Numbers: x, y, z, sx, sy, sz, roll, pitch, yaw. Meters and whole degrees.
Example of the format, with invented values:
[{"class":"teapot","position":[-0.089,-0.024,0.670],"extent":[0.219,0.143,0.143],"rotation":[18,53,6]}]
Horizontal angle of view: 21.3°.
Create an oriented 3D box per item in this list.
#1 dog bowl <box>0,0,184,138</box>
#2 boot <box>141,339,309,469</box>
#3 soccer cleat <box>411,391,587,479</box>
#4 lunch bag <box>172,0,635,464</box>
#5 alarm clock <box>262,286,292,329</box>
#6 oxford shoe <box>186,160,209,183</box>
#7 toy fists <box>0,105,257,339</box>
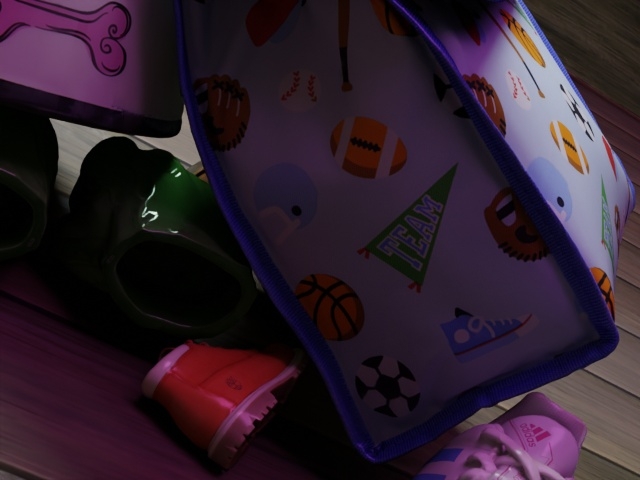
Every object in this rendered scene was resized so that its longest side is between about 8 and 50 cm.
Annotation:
[{"class":"dog bowl","position":[-0.264,-0.207,1.157],"extent":[0.408,0.150,0.408],"rotation":[20,8,-3]},{"class":"boot","position":[-0.061,0.089,1.119],"extent":[0.084,0.059,0.158],"rotation":[33,17,8]},{"class":"soccer cleat","position":[0.090,0.174,1.028],"extent":[0.116,0.143,0.331],"rotation":[37,17,5]},{"class":"lunch bag","position":[0.055,-0.101,1.198],"extent":[0.385,0.239,0.328],"rotation":[58,19,-8]},{"class":"alarm clock","position":[0.000,0.000,1.362],"extent":[0.129,0.064,0.192],"rotation":[51,23,-30]},{"class":"oxford shoe","position":[-0.087,-0.014,1.322],"extent":[0.076,0.076,0.212],"rotation":[48,18,8]},{"class":"toy fists","position":[-0.172,-0.025,1.130],"extent":[0.279,0.096,0.142],"rotation":[20,27,-22]}]
